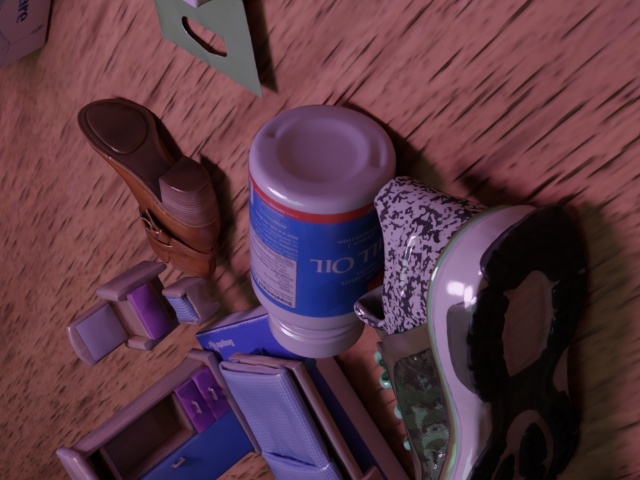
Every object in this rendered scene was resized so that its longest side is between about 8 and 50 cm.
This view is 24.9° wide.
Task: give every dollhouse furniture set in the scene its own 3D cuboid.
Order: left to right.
[{"bbox_3d":[-0.119,0.196,1.476,0.303,0.198,0.286,3,125,55],"label":"dollhouse furniture set"}]

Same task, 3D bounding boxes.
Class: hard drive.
[{"bbox_3d":[-0.002,0.216,1.580,0.318,0.040,0.210,58,151,-7],"label":"hard drive"}]

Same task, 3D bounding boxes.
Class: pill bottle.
[{"bbox_3d":[0.000,0.000,1.264,0.124,0.124,0.221,38,148,28],"label":"pill bottle"}]

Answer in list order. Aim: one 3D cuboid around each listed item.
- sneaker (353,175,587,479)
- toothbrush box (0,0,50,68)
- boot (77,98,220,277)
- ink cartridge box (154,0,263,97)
[{"bbox_3d":[0.109,0.107,1.213,0.182,0.158,0.410,38,140,38],"label":"sneaker"},{"bbox_3d":[-0.422,-0.234,1.466,0.126,0.295,0.216,49,152,12],"label":"toothbrush box"},{"bbox_3d":[-0.183,-0.052,1.539,0.197,0.073,0.152,41,153,28],"label":"boot"},{"bbox_3d":[-0.135,-0.242,1.270,0.171,0.056,0.235,35,145,41],"label":"ink cartridge box"}]
